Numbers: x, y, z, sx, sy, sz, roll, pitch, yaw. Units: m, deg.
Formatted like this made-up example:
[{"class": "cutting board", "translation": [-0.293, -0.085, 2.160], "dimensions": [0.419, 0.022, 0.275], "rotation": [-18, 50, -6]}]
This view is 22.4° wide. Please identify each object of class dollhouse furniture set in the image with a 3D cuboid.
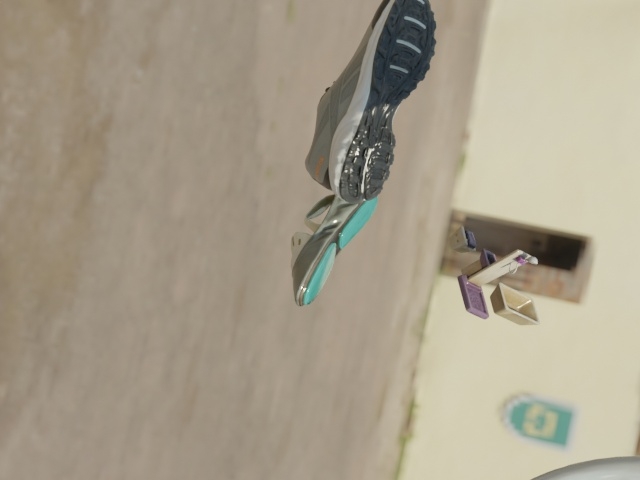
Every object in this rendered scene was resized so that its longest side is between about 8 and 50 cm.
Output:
[{"class": "dollhouse furniture set", "translation": [0.201, 0.030, 1.637], "dimensions": [0.114, 0.081, 0.091], "rotation": [25, 43, -45]}]

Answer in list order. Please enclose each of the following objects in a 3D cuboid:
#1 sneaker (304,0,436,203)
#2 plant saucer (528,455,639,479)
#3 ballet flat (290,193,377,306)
[{"class": "sneaker", "translation": [0.052, -0.185, 1.947], "dimensions": [0.100, 0.108, 0.272], "rotation": [19, 95, -46]}, {"class": "plant saucer", "translation": [0.268, 0.368, 1.316], "dimensions": [0.100, 0.400, 0.400], "rotation": [80, 22, -51]}, {"class": "ballet flat", "translation": [0.000, 0.000, 2.038], "dimensions": [0.213, 0.068, 0.072], "rotation": [-54, 160, -38]}]
